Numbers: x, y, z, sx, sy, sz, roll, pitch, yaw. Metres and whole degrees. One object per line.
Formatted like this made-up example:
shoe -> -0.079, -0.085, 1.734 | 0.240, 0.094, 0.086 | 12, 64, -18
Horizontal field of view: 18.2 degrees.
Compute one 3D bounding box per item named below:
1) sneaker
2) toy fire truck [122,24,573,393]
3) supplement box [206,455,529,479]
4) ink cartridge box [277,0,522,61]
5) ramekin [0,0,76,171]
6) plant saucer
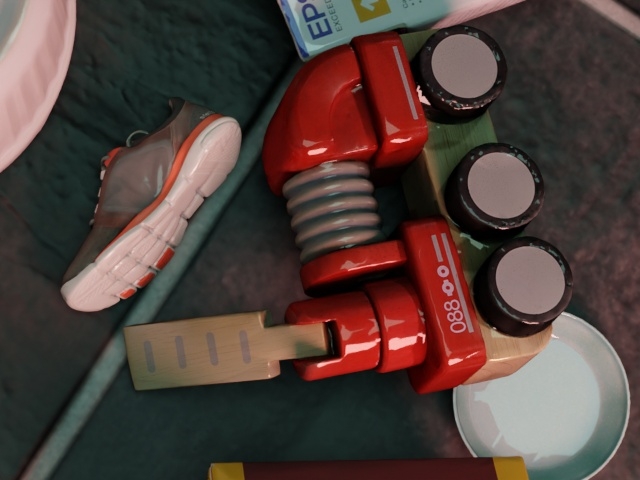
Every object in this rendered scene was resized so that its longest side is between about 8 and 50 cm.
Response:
sneaker -> -0.118, -0.025, 1.270 | 0.065, 0.061, 0.158 | 34, 76, 24
toy fire truck -> 0.000, 0.000, 1.244 | 0.246, 0.158, 0.217 | -11, 75, -17
supplement box -> 0.032, 0.241, 1.167 | 0.194, 0.129, 0.191 | 0, 44, -10
ink cartridge box -> 0.072, -0.309, 1.325 | 0.330, 0.071, 0.324 | -20, 85, -13
ramekin -> -0.280, -0.154, 1.213 | 0.273, 0.127, 0.273 | 1, 82, -10
plant saucer -> 0.142, 0.104, 1.306 | 0.119, 0.021, 0.119 | 1, 82, -10
